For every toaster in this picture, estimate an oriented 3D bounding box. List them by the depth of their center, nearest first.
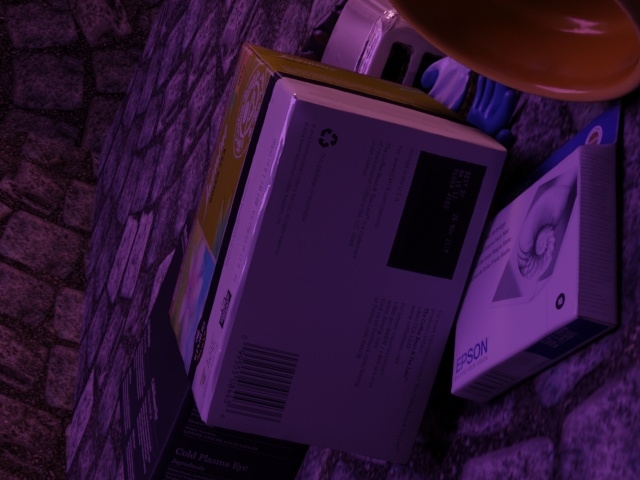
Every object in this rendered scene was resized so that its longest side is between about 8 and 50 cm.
[{"bbox_3d":[0.073,-0.183,1.656,0.227,0.129,0.146,-69,20,9],"label":"toaster"}]

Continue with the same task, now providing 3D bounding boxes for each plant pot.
[{"bbox_3d":[0.207,-0.283,1.188,0.239,0.254,0.254,-61,14,-17],"label":"plant pot"}]

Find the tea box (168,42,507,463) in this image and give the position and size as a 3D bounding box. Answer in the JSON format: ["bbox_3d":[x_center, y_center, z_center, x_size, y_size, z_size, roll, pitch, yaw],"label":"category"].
[{"bbox_3d":[0.000,0.000,1.437,0.323,0.220,0.329,-126,51,-71],"label":"tea box"}]

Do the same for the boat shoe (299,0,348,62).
[{"bbox_3d":[0.076,-0.291,1.797,0.324,0.122,0.120,-60,-9,30],"label":"boat shoe"}]

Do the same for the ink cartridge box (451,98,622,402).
[{"bbox_3d":[0.190,0.008,1.256,0.223,0.045,0.224,134,148,-57],"label":"ink cartridge box"}]

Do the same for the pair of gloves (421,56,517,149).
[{"bbox_3d":[0.150,-0.139,1.501,0.159,0.023,0.198,-64,30,32],"label":"pair of gloves"}]

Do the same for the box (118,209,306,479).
[{"bbox_3d":[-0.132,0.184,1.861,0.343,0.179,0.312,-109,38,-61],"label":"box"}]
